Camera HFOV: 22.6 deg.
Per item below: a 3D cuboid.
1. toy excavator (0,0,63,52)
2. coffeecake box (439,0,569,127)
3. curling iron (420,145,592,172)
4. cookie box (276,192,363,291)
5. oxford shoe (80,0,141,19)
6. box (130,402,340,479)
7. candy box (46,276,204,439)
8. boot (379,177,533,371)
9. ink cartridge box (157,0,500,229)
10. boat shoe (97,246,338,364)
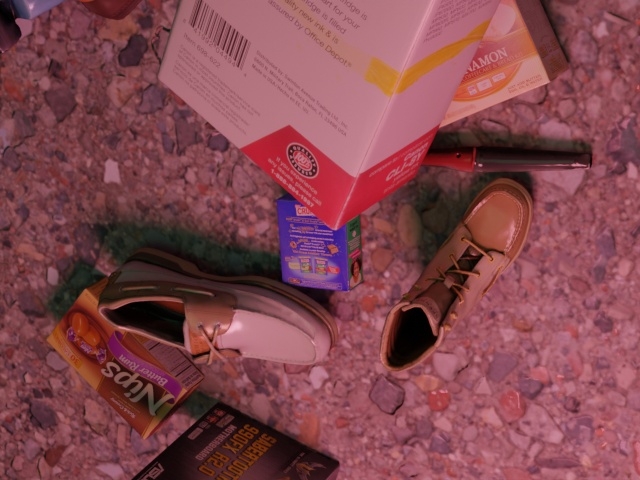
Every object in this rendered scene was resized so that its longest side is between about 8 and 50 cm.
[{"bbox_3d":[-0.288,-0.385,1.789,0.433,0.445,0.222,22,143,59],"label":"toy excavator"},{"bbox_3d":[0.157,-0.235,1.701,0.142,0.068,0.185,-21,97,32],"label":"coffeecake box"},{"bbox_3d":[0.164,-0.103,1.764,0.274,0.035,0.068,11,113,23],"label":"curling iron"},{"bbox_3d":[0.000,0.000,1.880,0.092,0.040,0.107,6,111,26],"label":"cookie box"},{"bbox_3d":[-0.152,-0.340,1.644,0.271,0.098,0.097,-42,55,8],"label":"oxford shoe"},{"bbox_3d":[-0.109,0.304,1.933,0.183,0.231,0.056,25,121,17],"label":"box"},{"bbox_3d":[-0.251,0.152,2.054,0.186,0.053,0.109,46,121,7],"label":"candy box"},{"bbox_3d":[0.147,0.040,1.747,0.077,0.165,0.213,37,122,10],"label":"boot"},{"bbox_3d":[0.019,-0.250,1.626,0.279,0.160,0.384,43,137,18],"label":"ink cartridge box"},{"bbox_3d":[-0.128,0.100,1.930,0.302,0.103,0.113,13,132,25],"label":"boat shoe"}]
